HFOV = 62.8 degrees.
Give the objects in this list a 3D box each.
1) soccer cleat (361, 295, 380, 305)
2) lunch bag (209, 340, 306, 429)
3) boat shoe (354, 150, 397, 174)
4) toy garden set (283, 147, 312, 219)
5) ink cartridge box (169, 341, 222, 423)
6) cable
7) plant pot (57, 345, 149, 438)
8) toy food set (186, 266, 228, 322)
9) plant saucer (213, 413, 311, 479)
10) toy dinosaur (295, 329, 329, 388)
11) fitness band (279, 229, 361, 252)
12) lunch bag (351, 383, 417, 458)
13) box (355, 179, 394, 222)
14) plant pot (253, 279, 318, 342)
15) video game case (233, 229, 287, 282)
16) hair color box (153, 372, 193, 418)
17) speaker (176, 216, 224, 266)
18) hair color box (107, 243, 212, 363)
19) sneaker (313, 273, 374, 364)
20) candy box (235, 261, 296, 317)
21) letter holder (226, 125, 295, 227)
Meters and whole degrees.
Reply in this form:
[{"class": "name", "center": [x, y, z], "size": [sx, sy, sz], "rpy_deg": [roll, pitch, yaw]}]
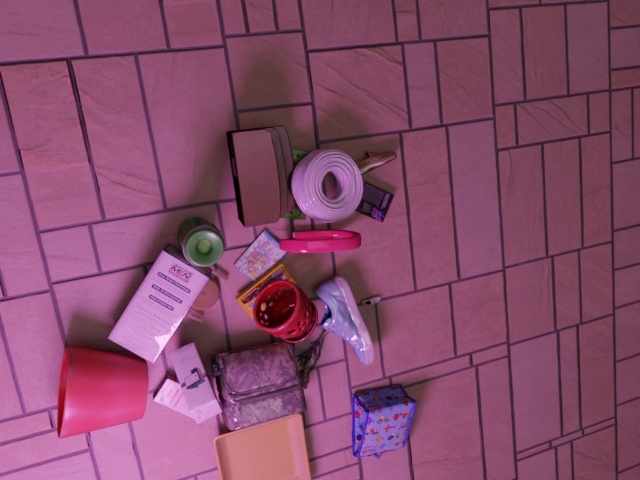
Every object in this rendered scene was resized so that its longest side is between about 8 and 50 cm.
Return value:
[{"class": "soccer cleat", "center": [0.199, 0.237, 2.039], "size": [0.083, 0.036, 0.029], "rpy_deg": [-10, 102, -17]}, {"class": "lunch bag", "center": [-0.222, 0.499, 1.856], "size": [0.305, 0.212, 0.255], "rpy_deg": [-9, 85, -18]}, {"class": "boat shoe", "center": [0.191, -0.299, 1.936], "size": [0.190, 0.068, 0.072], "rpy_deg": [-26, 95, -13]}, {"class": "toy garden set", "center": [-0.140, -0.204, 1.845], "size": [0.204, 0.049, 0.244], "rpy_deg": [5, 102, -16]}, {"class": "ink cartridge box", "center": [-0.413, 0.476, 1.745], "size": [0.093, 0.160, 0.219], "rpy_deg": [-23, 62, -15]}, {"class": "cable", "center": [0.028, -0.189, 1.820], "size": [0.257, 0.089, 0.256], "rpy_deg": [-28, 110, -29]}, {"class": "plant pot", "center": [-0.690, 0.475, 1.668], "size": [0.243, 0.275, 0.274], "rpy_deg": [7, 97, -30]}, {"class": "toy food set", "center": [-0.415, 0.178, 1.823], "size": [0.132, 0.039, 0.192], "rpy_deg": [35, 81, -28]}, {"class": "plant saucer", "center": [-0.218, 0.821, 1.969], "size": [0.333, 0.081, 0.332], "rpy_deg": [-11, 102, -17]}, {"class": "toy dinosaur", "center": [-0.026, 0.422, 1.968], "size": [0.268, 0.064, 0.118], "rpy_deg": [-61, 151, -6]}, {"class": "fitness band", "center": [0.000, 0.000, 1.839], "size": [0.291, 0.209, 0.054], "rpy_deg": [-4, 99, -19]}, {"class": "lunch bag", "center": [0.246, 0.753, 2.103], "size": [0.221, 0.138, 0.293], "rpy_deg": [-5, 110, -21]}, {"class": "box", "center": [0.187, -0.149, 1.976], "size": [0.162, 0.029, 0.116], "rpy_deg": [23, 92, -20]}, {"class": "plant pot", "center": [-0.112, 0.254, 1.842], "size": [0.191, 0.191, 0.174], "rpy_deg": [-54, 139, -4]}, {"class": "video game case", "center": [-0.213, 0.062, 1.880], "size": [0.119, 0.015, 0.166], "rpy_deg": [43, 84, -20]}, {"class": "hair color box", "center": [-0.490, 0.547, 1.844], "size": [0.167, 0.053, 0.093], "rpy_deg": [33, 88, -22]}, {"class": "speaker", "center": [-0.383, 0.000, 1.660], "size": [0.131, 0.296, 0.131], "rpy_deg": [-3, 100, -19]}, {"class": "hair color box", "center": [-0.517, 0.204, 1.706], "size": [0.174, 0.105, 0.347], "rpy_deg": [33, 99, -10]}, {"class": "sneaker", "center": [0.078, 0.317, 1.968], "size": [0.150, 0.135, 0.365], "rpy_deg": [-24, 95, -13]}, {"class": "candy box", "center": [-0.195, 0.178, 1.890], "size": [0.206, 0.027, 0.105], "rpy_deg": [-39, 123, -9]}, {"class": "letter holder", "center": [-0.176, -0.217, 1.727], "size": [0.215, 0.152, 0.301], "rpy_deg": [-9, 105, -14]}]
